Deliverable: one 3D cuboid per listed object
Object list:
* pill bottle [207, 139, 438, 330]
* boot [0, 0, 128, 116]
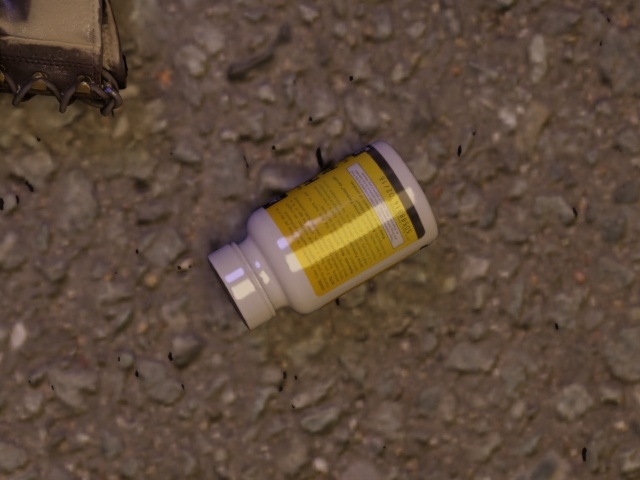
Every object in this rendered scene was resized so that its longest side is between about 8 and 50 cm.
[{"bbox_3d":[0.000,0.000,0.934,0.116,0.065,0.065,-31,102,-7],"label":"pill bottle"},{"bbox_3d":[-0.212,-0.084,0.867,0.229,0.091,0.263,3,95,-11],"label":"boot"}]
